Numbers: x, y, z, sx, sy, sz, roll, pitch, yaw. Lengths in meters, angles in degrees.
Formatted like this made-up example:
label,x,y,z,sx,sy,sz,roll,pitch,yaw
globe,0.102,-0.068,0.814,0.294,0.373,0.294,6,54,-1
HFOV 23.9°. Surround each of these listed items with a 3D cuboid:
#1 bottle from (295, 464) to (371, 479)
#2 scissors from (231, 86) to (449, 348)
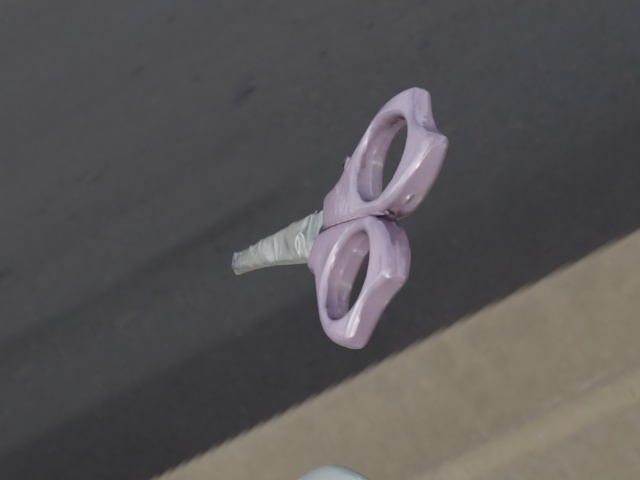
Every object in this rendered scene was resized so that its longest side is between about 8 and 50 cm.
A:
label,x,y,z,sx,sy,sz,roll,pitch,yaw
bottle,-0.068,0.178,0.511,0.245,0.104,0.104,-30,26,-21
scissors,-0.001,0.000,0.678,0.212,0.021,0.110,-20,52,68
